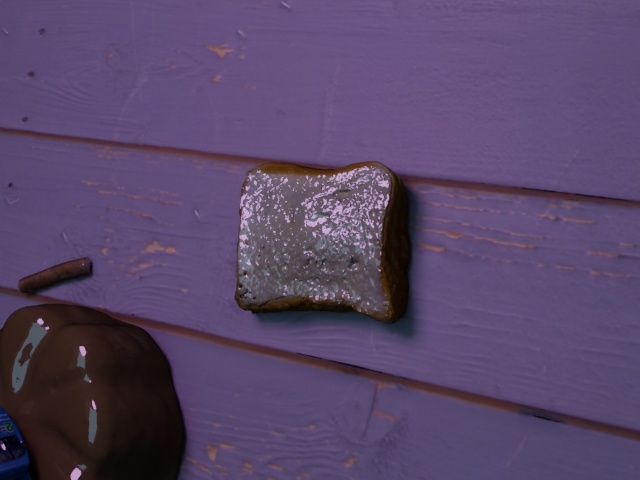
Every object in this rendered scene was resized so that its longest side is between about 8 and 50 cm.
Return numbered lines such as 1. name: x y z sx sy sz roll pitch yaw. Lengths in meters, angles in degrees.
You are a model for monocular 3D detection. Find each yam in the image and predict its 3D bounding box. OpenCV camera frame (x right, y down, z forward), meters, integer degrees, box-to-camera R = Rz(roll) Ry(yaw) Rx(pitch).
1. yam: -0.450 0.058 1.428 0.145 0.032 0.032 -17 75 21

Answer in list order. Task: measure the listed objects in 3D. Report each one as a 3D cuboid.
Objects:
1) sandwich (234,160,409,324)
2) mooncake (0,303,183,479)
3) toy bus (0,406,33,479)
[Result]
1. sandwich: 0.000 0.000 1.192 0.251 0.087 0.226 1 81 25
2. mooncake: -0.407 0.282 1.277 0.378 0.201 0.378 -4 80 24
3. toy bus: -0.488 0.294 1.076 0.113 0.246 0.134 -44 74 10
